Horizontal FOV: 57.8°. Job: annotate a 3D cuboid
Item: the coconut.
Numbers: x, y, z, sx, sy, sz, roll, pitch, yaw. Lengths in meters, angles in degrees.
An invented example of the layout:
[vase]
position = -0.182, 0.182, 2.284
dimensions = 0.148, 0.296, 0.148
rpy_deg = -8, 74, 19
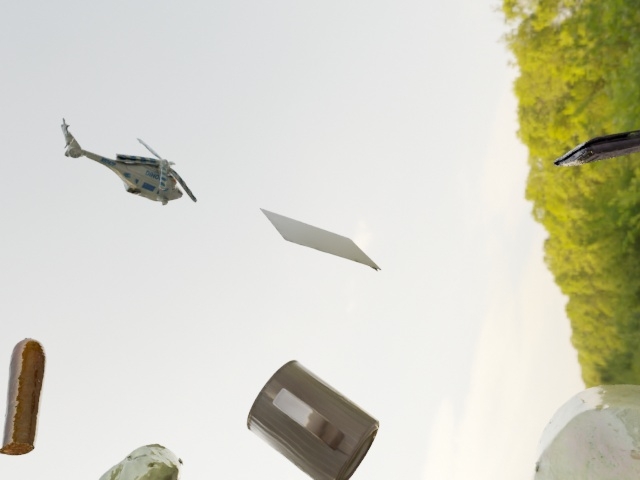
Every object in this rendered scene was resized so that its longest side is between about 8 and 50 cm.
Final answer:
[coconut]
position = 0.446, 0.371, 0.792
dimensions = 0.352, 0.352, 0.353
rpy_deg = -6, -83, -62

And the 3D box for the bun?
[bun]
position = -0.430, 0.578, 1.315
dimensions = 0.259, 0.160, 0.259
rpy_deg = -61, -5, -9

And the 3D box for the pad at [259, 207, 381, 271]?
[pad]
position = 0.000, -0.001, 1.269
dimensions = 0.265, 0.159, 0.009
rpy_deg = 18, -72, -34

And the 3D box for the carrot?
[carrot]
position = -0.550, 0.281, 1.078
dimensions = 0.067, 0.067, 0.225
rpy_deg = 53, -162, -50

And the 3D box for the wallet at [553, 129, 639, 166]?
[wallet]
position = 0.502, -0.156, 0.993
dimensions = 0.111, 0.165, 0.030
rpy_deg = 112, 147, -80

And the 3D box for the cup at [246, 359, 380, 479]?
[cup]
position = -0.015, 0.422, 1.382
dimensions = 0.208, 0.273, 0.288
rpy_deg = -38, -30, -41

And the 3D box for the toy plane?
[toy plane]
position = -0.387, -0.134, 1.158
dimensions = 0.107, 0.182, 0.273
rpy_deg = -50, -25, 21
